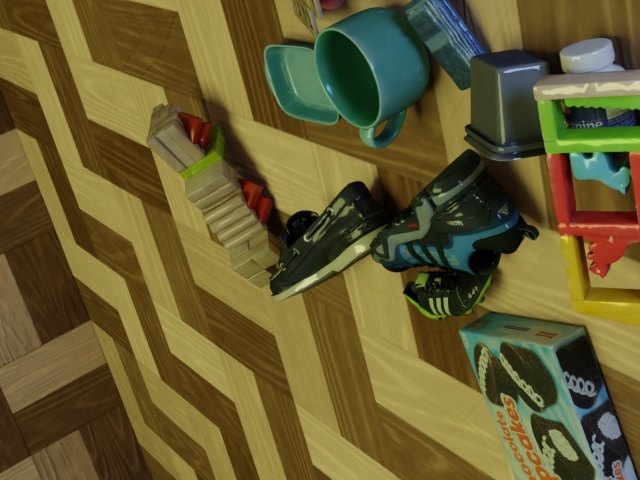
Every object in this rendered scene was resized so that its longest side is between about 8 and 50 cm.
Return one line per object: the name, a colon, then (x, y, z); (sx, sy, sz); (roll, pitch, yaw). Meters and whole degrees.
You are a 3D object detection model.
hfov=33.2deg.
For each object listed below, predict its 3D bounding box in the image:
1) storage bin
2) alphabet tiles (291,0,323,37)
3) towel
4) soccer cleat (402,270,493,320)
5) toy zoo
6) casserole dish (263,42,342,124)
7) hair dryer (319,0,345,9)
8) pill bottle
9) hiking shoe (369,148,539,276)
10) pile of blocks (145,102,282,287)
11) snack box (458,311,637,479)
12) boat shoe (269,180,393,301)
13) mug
storage bin: (0.203, -0.144, 1.107); (0.135, 0.098, 0.091); (-113, 15, -71)
alphabet tiles: (-0.036, -0.353, 1.338); (0.237, 0.009, 0.198); (-116, 9, -65)
towel: (0.141, -0.221, 1.194); (0.119, 0.029, 0.067); (52, 158, -9)
soccer cleat: (0.165, 0.066, 1.423); (0.072, 0.060, 0.179); (33, 158, -10)
toy zoo: (0.316, -0.019, 1.006); (0.192, 0.030, 0.293); (2, 121, 33)
casserole dish: (-0.016, -0.225, 1.509); (0.188, 0.037, 0.114); (21, 134, 56)
hair dryer: (0.052, -0.337, 1.212); (0.224, 0.080, 0.293); (63, 156, -4)
pill bottle: (0.266, -0.129, 1.034); (0.067, 0.067, 0.120); (19, 132, 56)
hiking shoe: (0.153, 0.004, 1.338); (0.132, 0.113, 0.304); (47, 161, 3)
pile of blocks: (-0.153, -0.096, 1.856); (0.112, 0.149, 0.362); (-28, 103, 23)
snack box: (0.302, 0.252, 1.368); (0.187, 0.060, 0.322); (4, 119, 62)
boat shoe: (-0.003, 0.002, 1.613); (0.113, 0.127, 0.340); (61, 154, 3)
mug: (0.067, -0.205, 1.297); (0.129, 0.097, 0.158); (51, 155, 19)
